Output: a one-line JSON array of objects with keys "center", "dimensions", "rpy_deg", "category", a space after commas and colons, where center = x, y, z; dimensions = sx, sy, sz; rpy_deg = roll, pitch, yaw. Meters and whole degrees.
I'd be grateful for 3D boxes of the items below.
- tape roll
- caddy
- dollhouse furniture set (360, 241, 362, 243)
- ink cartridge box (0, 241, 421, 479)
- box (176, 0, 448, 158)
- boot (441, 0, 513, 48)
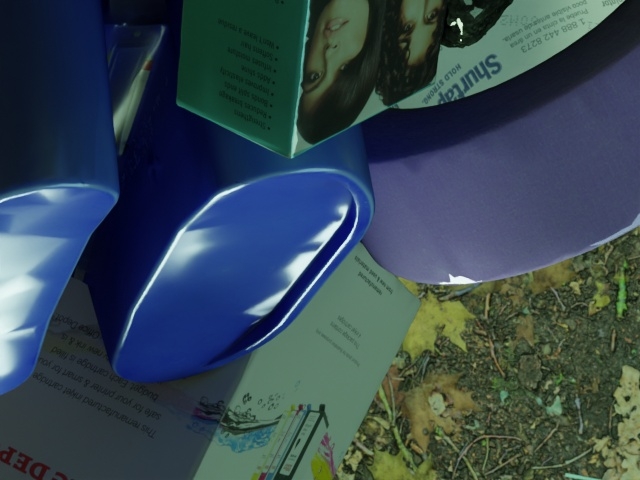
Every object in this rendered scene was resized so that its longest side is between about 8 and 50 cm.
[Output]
[{"center": [0.123, -0.097, 0.953], "dimensions": [0.274, 0.090, 0.275], "rpy_deg": [-26, -155, 13], "category": "tape roll"}, {"center": [-0.116, -0.051, 0.830], "dimensions": [0.241, 0.179, 0.341], "rpy_deg": [-3, 157, -22], "category": "caddy"}, {"center": [-0.119, 0.094, 1.370], "dimensions": [0.302, 0.151, 0.197], "rpy_deg": [-64, -155, 1], "category": "dollhouse furniture set"}, {"center": [-0.082, 0.085, 1.040], "dimensions": [0.233, 0.171, 0.168], "rpy_deg": [-63, 150, -9], "category": "ink cartridge box"}, {"center": [0.009, -0.160, 0.614], "dimensions": [0.100, 0.060, 0.244], "rpy_deg": [-31, 138, -44], "category": "box"}, {"center": [0.160, -0.172, 0.784], "dimensions": [0.260, 0.348, 0.131], "rpy_deg": [-36, 147, -22], "category": "boot"}]
